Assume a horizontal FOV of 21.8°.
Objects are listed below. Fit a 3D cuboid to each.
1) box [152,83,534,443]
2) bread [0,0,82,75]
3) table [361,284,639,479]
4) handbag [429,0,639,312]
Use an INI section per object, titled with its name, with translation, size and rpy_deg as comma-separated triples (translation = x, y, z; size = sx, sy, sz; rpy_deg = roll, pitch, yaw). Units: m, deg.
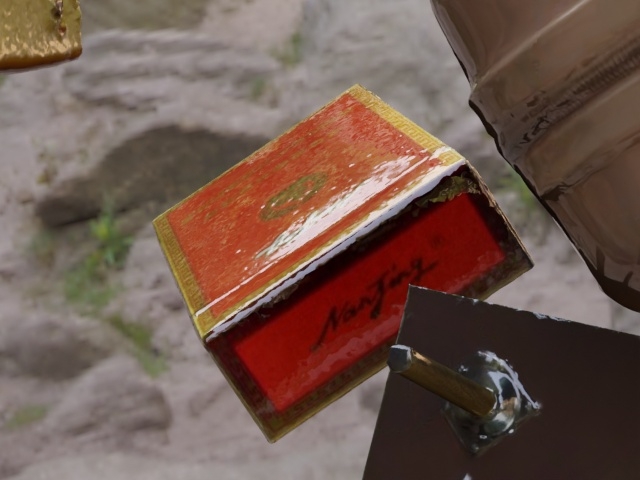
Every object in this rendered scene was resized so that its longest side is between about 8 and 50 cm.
[box]
translation = 0.000, 0.001, 0.867
size = 0.153, 0.074, 0.240
rpy_deg = -30, 17, -3
[bread]
translation = -0.180, -0.093, 0.686
size = 0.088, 0.049, 0.226
rpy_deg = 11, 11, 13
[table]
translation = 0.120, 0.095, 0.538
size = 0.240, 0.122, 0.111
rpy_deg = 12, -3, 22
[handbag]
translation = 0.211, -0.108, 0.528
size = 0.283, 0.149, 0.302
rpy_deg = -37, -13, 35
